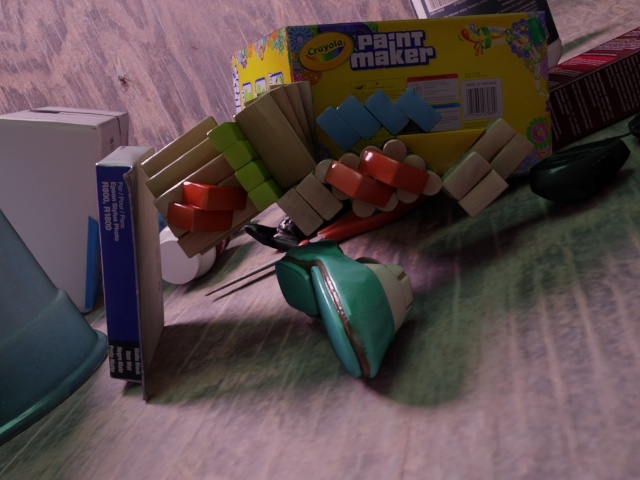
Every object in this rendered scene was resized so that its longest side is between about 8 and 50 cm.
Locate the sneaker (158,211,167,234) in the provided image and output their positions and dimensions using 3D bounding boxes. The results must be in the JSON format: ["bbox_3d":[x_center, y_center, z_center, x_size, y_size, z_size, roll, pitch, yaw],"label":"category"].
[{"bbox_3d":[-0.248,-0.041,1.392,0.209,0.069,0.082,-33,20,-30],"label":"sneaker"}]

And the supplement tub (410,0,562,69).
[{"bbox_3d":[0.257,-0.333,1.192,0.191,0.272,0.191,-23,15,6],"label":"supplement tub"}]

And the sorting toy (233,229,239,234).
[{"bbox_3d":[-0.145,-0.031,1.264,0.061,0.042,0.102,-41,28,-3],"label":"sorting toy"}]

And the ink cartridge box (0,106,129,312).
[{"bbox_3d":[-0.431,-0.074,1.306,0.166,0.285,0.395,4,11,-8],"label":"ink cartridge box"}]

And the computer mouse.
[{"bbox_3d":[0.290,-0.086,0.762,0.242,0.041,0.071,-26,12,-33],"label":"computer mouse"}]

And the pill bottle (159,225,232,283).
[{"bbox_3d":[-0.182,0.004,1.092,0.086,0.086,0.152,-21,15,16],"label":"pill bottle"}]

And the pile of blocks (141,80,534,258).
[{"bbox_3d":[0.008,-0.075,0.686,0.362,0.148,0.112,-9,8,5],"label":"pile of blocks"}]

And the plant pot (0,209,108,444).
[{"bbox_3d":[-0.478,0.061,0.881,0.341,0.334,0.341,-24,15,7],"label":"plant pot"}]

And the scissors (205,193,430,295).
[{"bbox_3d":[0.000,0.000,0.938,0.297,0.021,0.109,-28,17,-18],"label":"scissors"}]

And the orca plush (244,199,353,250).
[{"bbox_3d":[-0.004,-0.091,1.103,0.287,0.102,0.151,-35,17,-33],"label":"orca plush"}]

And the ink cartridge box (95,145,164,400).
[{"bbox_3d":[-0.197,0.022,0.795,0.045,0.223,0.224,-2,13,-7],"label":"ink cartridge box"}]

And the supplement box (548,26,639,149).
[{"bbox_3d":[0.344,-0.192,0.955,0.240,0.073,0.130,-25,15,2],"label":"supplement box"}]

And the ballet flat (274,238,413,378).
[{"bbox_3d":[0.027,0.041,0.641,0.087,0.083,0.247,-19,14,-11],"label":"ballet flat"}]

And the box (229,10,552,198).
[{"bbox_3d":[0.068,-0.155,0.911,0.290,0.176,0.279,-8,9,-18],"label":"box"}]
